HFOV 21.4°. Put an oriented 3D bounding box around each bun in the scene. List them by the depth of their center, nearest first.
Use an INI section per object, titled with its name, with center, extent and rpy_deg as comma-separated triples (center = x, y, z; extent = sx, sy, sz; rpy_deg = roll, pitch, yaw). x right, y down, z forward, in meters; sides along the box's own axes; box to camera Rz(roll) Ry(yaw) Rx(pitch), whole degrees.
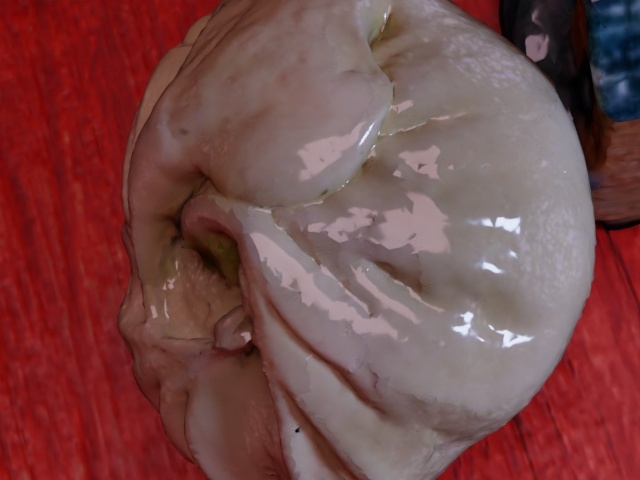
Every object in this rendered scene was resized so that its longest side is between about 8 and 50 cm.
[bun]
center = 0.000, 0.000, 0.772
extent = 0.259, 0.160, 0.259
rpy_deg = 1, 92, 34

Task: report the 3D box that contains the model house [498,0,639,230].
[model house]
center = 0.210, -0.135, 0.768
extent = 0.253, 0.291, 0.184
rpy_deg = -7, 75, 4
